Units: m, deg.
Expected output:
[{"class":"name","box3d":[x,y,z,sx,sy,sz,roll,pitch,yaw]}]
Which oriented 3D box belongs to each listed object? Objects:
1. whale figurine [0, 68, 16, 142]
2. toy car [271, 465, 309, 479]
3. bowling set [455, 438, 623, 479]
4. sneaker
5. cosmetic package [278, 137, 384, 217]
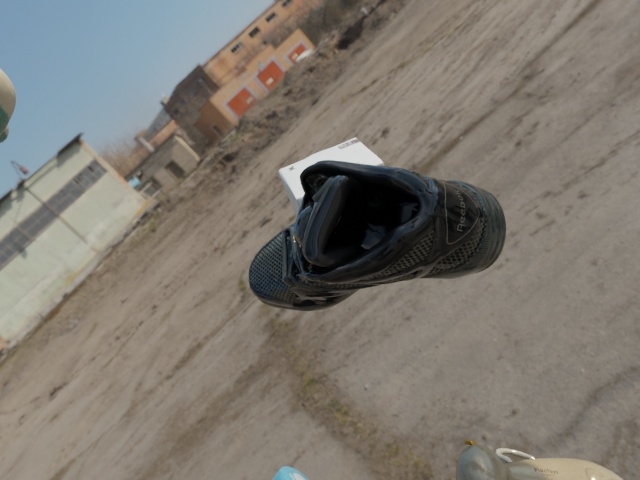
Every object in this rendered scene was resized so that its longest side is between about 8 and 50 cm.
[{"class":"whale figurine","box3d":[-0.496,-0.164,0.674,0.272,0.216,0.141,1,66,40]},{"class":"toy car","box3d":[-0.069,0.481,0.781,0.219,0.210,0.238,-53,-14,-1]},{"class":"bowling set","box3d":[0.160,0.310,0.380,0.287,0.154,0.199,-103,32,-59]},{"class":"sneaker","box3d":[0.000,0.000,0.405,0.228,0.130,0.087,-13,70,43]},{"class":"cosmetic package","box3d":[0.039,-0.049,0.952,0.151,0.183,0.151,-24,29,-4]}]
